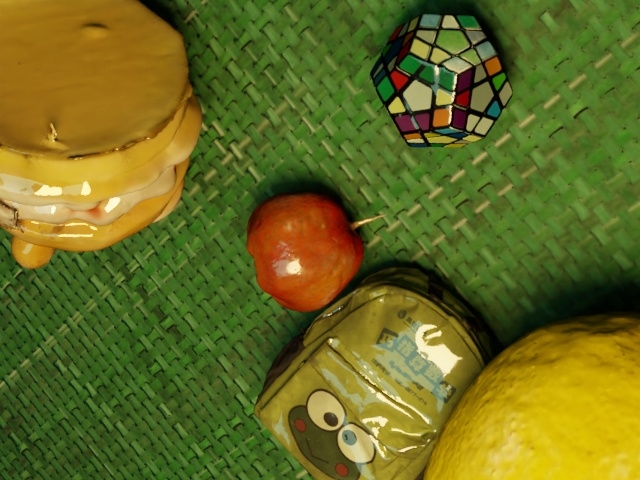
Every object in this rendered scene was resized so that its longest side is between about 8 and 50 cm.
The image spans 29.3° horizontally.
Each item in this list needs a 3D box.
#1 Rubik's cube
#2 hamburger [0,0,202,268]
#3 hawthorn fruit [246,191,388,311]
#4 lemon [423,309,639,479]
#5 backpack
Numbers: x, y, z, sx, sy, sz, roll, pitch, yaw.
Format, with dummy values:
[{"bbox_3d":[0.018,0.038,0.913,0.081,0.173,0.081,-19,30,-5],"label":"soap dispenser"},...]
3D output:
[{"bbox_3d":[0.110,-0.145,1.118,0.112,0.133,0.133,33,126,-17],"label":"Rubik's cube"},{"bbox_3d":[-0.257,-0.104,1.250,0.276,0.276,0.236,29,142,15],"label":"hamburger"},{"bbox_3d":[-0.014,0.005,1.254,0.125,0.140,0.125,42,161,19],"label":"hawthorn fruit"},{"bbox_3d":[0.261,0.220,1.070,0.364,0.364,0.364,11,115,24],"label":"lemon"},{"bbox_3d":[0.066,0.148,1.256,0.207,0.140,0.253,43,118,6],"label":"backpack"}]
